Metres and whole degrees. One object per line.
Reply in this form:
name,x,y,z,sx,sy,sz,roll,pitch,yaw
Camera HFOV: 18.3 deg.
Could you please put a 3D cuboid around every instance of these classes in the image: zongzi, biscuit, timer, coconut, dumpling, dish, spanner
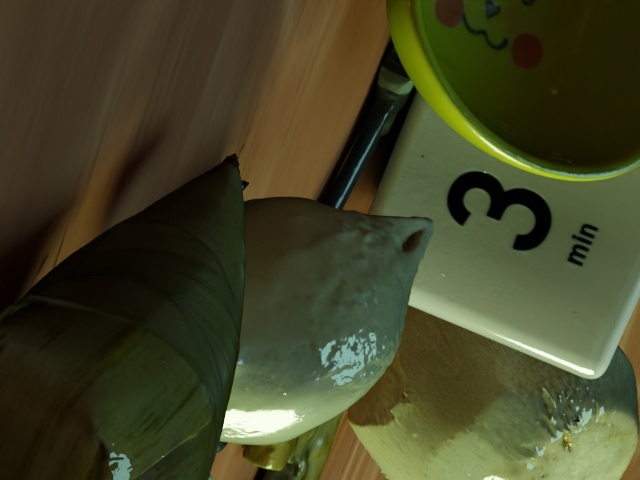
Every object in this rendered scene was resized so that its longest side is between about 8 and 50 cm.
zongzi,-0.106,0.094,0.862,0.256,0.115,0.228,-66,180,-63
biscuit,-0.024,0.162,1.519,0.174,0.039,0.183,-48,159,-60
timer,0.151,-0.044,1.420,0.194,0.195,0.192,-55,167,-69
coconut,0.150,0.138,1.805,0.245,0.247,0.245,-27,142,-23
dumpling,-0.034,0.052,1.039,0.166,0.126,0.216,-53,-177,46
dish,0.130,-0.169,1.244,0.108,0.221,0.262,1,-112,58
spanner,0.000,0.000,1.325,0.315,0.024,0.087,-63,174,-7

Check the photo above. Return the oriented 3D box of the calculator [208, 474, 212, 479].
calculator,-0.098,0.193,1.292,0.095,0.021,0.153,-62,169,-16
